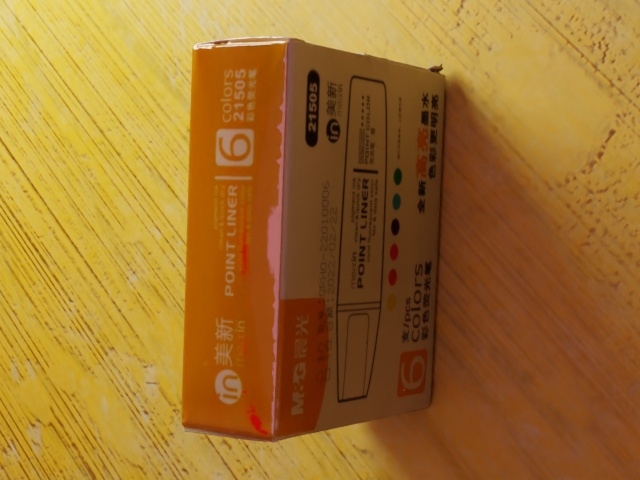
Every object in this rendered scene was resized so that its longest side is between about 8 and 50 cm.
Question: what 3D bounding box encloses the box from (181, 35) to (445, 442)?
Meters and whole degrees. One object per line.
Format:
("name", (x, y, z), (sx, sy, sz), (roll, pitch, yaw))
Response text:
("box", (0.000, 0.000, 0.947), (0.091, 0.221, 0.273), (4, 94, 34))
